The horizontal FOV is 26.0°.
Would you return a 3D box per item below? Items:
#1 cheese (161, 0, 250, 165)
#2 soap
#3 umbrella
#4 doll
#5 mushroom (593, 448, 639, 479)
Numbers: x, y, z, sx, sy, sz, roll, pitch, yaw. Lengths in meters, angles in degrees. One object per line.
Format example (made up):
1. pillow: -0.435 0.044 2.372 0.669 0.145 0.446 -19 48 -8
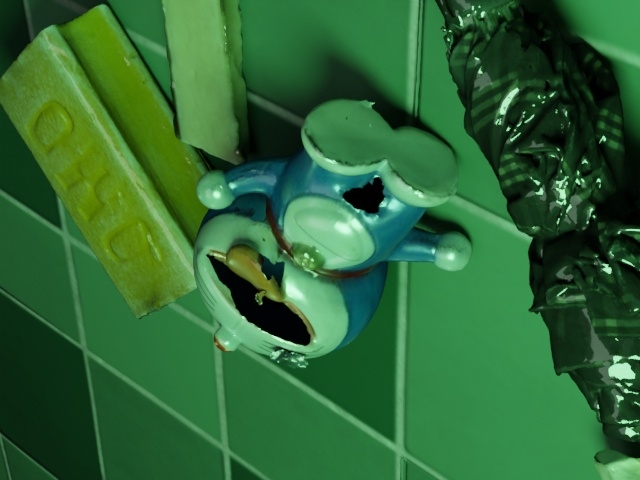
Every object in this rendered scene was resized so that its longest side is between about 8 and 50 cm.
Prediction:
1. cheese: -0.101 -0.239 1.132 0.085 0.034 0.400 23 134 32
2. soap: -0.191 -0.071 1.326 0.274 0.089 0.173 58 146 -2
3. umbrella: 0.172 -0.039 0.906 0.128 0.154 0.336 -25 79 17
4. doll: 0.000 0.000 1.101 0.215 0.161 0.257 29 141 -6
5. mushroom: 0.265 0.252 1.066 0.084 0.071 0.209 -130 19 -76
